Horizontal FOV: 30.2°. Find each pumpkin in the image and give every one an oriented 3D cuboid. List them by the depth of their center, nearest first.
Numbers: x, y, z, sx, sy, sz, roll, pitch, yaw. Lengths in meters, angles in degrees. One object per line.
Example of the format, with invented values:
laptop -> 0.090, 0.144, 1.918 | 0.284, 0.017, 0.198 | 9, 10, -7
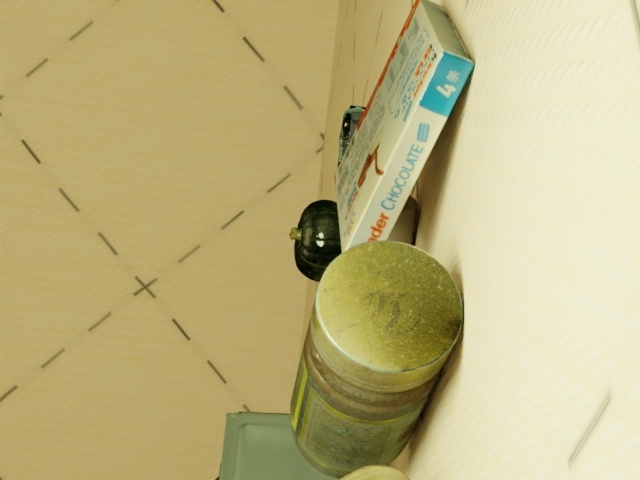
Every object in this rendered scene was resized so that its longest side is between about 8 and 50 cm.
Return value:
pumpkin -> 0.003, 0.001, 2.383 | 0.167, 0.125, 0.167 | 167, 90, -83

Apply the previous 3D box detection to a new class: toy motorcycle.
toy motorcycle -> 0.064, -0.178, 2.297 | 0.100, 0.058, 0.173 | 43, -126, -86

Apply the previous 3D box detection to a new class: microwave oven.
microwave oven -> -0.038, 0.390, 1.658 | 0.181, 0.237, 0.295 | -87, 1, -48

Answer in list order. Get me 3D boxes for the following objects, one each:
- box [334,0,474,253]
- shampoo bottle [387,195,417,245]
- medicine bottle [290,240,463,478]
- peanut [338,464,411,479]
box -> 0.092, -0.138, 1.438 | 0.265, 0.048, 0.273 | -92, 26, -65
shampoo bottle -> 0.075, 0.061, 1.608 | 0.127, 0.078, 0.257 | -99, 19, -65
medicine bottle -> 0.051, 0.146, 1.322 | 0.322, 0.151, 0.151 | 103, 172, -58
peanut -> 0.025, 0.370, 1.213 | 0.152, 0.152, 0.313 | -94, 29, -67
